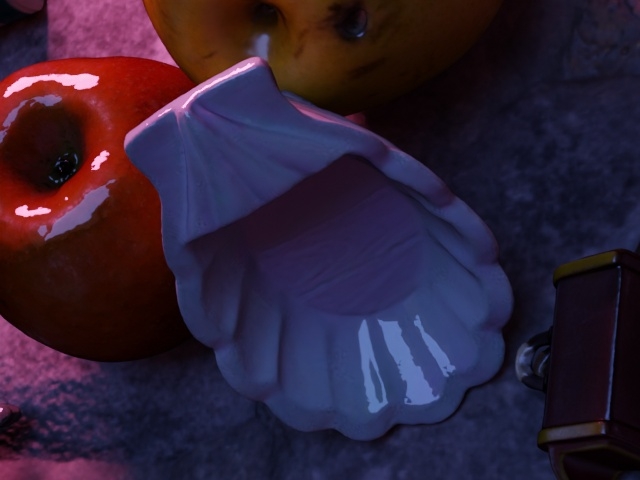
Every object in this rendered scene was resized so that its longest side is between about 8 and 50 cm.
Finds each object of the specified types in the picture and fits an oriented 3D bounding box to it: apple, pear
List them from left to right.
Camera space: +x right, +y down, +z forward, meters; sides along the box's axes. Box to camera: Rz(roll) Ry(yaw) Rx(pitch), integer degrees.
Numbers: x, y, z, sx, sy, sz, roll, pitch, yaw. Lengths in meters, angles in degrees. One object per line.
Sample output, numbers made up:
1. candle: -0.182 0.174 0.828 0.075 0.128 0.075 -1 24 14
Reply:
1. apple: -0.150 -0.024 1.170 0.218 0.201 0.218 -8 64 16
2. pear: 0.000 -0.217 1.125 0.280 0.280 0.281 -10 66 23

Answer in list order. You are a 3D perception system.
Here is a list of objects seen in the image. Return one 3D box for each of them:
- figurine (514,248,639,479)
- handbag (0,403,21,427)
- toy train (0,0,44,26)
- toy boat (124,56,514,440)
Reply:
1. figurine: 0.166 0.088 1.040 0.098 0.082 0.154 -5 69 40
2. handbag: -0.355 0.207 1.232 0.325 0.118 0.269 29 92 32
3. toy train: -0.428 -0.169 1.436 0.407 0.086 0.088 -18 69 20
4. toy boat: 0.000 0.000 1.066 0.199 0.290 0.100 -30 32 13
